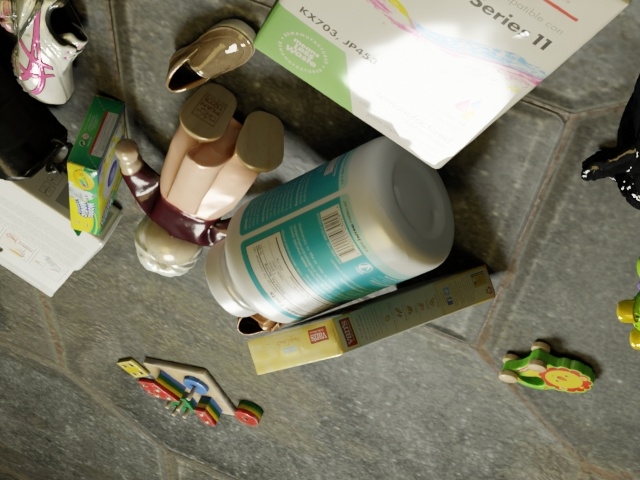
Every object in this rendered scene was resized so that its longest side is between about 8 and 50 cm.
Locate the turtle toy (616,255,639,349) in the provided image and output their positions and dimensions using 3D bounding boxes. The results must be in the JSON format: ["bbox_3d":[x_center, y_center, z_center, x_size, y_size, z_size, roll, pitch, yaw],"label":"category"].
[{"bbox_3d":[0.357,0.062,1.166,0.095,0.066,0.130,0,140,36],"label":"turtle toy"}]

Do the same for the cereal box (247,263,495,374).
[{"bbox_3d":[0.059,0.090,1.302,0.173,0.240,0.047,-21,85,52],"label":"cereal box"}]

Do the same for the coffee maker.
[{"bbox_3d":[-0.389,-0.168,1.348,0.171,0.120,0.178,-3,138,37],"label":"coffee maker"}]

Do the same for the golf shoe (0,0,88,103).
[{"bbox_3d":[-0.296,-0.212,1.253,0.086,0.067,0.186,17,149,14],"label":"golf shoe"}]

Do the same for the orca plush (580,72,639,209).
[{"bbox_3d":[0.254,-0.084,0.934,0.102,0.151,0.287,-15,176,-2],"label":"orca plush"}]

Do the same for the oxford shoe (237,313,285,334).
[{"bbox_3d":[-0.044,0.085,1.511,0.076,0.076,0.212,38,147,-15],"label":"oxford shoe"}]

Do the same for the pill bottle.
[{"bbox_3d":[0.000,0.000,1.215,0.264,0.146,0.146,-23,125,35],"label":"pill bottle"}]

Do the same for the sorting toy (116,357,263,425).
[{"bbox_3d":[-0.240,0.265,1.971,0.274,0.046,0.132,7,144,31],"label":"sorting toy"}]

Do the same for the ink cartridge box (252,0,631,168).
[{"bbox_3d":[0.111,-0.219,0.870,0.207,0.119,0.353,33,149,-8],"label":"ink cartridge box"}]

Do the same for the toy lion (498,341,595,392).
[{"bbox_3d":[0.288,0.166,1.422,0.096,0.034,0.100,28,151,-16],"label":"toy lion"}]

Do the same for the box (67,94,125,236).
[{"bbox_3d":[-0.274,-0.083,1.395,0.043,0.105,0.179,17,151,-3],"label":"box"}]

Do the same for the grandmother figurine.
[{"bbox_3d":[-0.156,-0.054,1.362,0.208,0.104,0.342,36,147,1],"label":"grandmother figurine"}]

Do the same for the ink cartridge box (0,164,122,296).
[{"bbox_3d":[-0.455,-0.058,1.619,0.296,0.066,0.261,35,149,-13],"label":"ink cartridge box"}]

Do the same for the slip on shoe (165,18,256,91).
[{"bbox_3d":[-0.116,-0.187,1.175,0.135,0.041,0.051,-10,134,47],"label":"slip on shoe"}]
